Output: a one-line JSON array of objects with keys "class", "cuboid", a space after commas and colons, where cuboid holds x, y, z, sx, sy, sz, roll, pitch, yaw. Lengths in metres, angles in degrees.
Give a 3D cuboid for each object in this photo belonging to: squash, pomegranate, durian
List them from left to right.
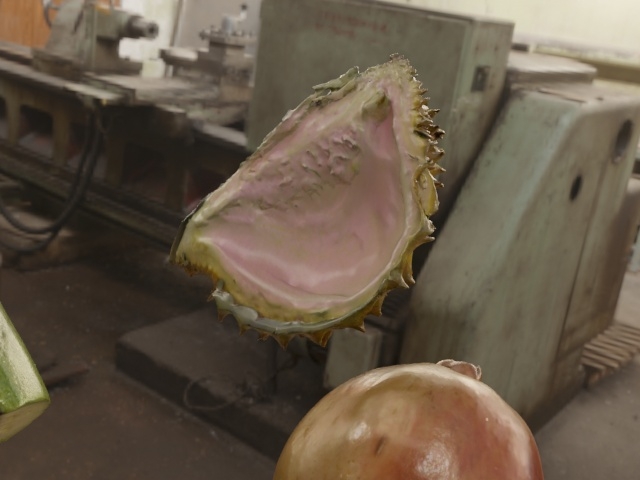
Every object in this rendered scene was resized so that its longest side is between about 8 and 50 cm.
[{"class": "squash", "cuboid": [-0.445, 0.123, 1.060, 0.093, 0.169, 0.252, -26, 78, -34]}, {"class": "durian", "cuboid": [0.013, -0.001, 0.760, 0.305, 0.186, 0.196, -33, 40, 1]}, {"class": "pomegranate", "cuboid": [0.089, 0.221, 0.734, 0.252, 0.271, 0.229, 39, -32, -27]}]
